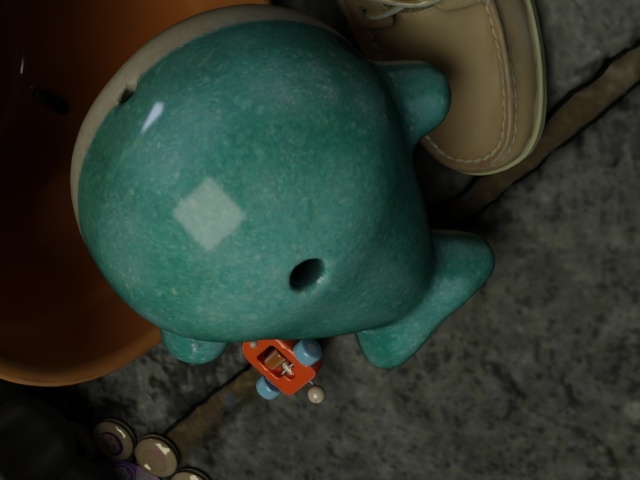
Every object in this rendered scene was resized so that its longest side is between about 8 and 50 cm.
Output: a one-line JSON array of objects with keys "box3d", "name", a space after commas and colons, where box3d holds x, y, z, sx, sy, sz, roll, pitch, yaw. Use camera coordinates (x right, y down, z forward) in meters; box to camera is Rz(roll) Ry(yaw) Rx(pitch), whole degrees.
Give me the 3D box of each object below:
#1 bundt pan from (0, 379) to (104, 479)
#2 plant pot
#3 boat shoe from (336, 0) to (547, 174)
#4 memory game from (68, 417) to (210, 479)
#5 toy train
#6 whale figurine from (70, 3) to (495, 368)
[{"box3d": [-0.295, 0.220, 0.962, 0.330, 0.124, 0.331, 13, 120, 23], "name": "bundt pan"}, {"box3d": [-0.190, -0.083, 0.702, 0.203, 0.291, 0.291, 16, 122, 33], "name": "plant pot"}, {"box3d": [0.039, -0.164, 0.656, 0.109, 0.098, 0.302, -12, 110, 27], "name": "boat shoe"}, {"box3d": [-0.157, 0.225, 0.985, 0.186, 0.012, 0.186, 9, 118, 18], "name": "memory game"}, {"box3d": [-0.012, 0.030, 0.811, 0.125, 0.046, 0.166, 39, 125, -3], "name": "toy train"}, {"box3d": [0.000, 0.000, 0.641, 0.216, 0.141, 0.272, -45, 130, 9], "name": "whale figurine"}]
